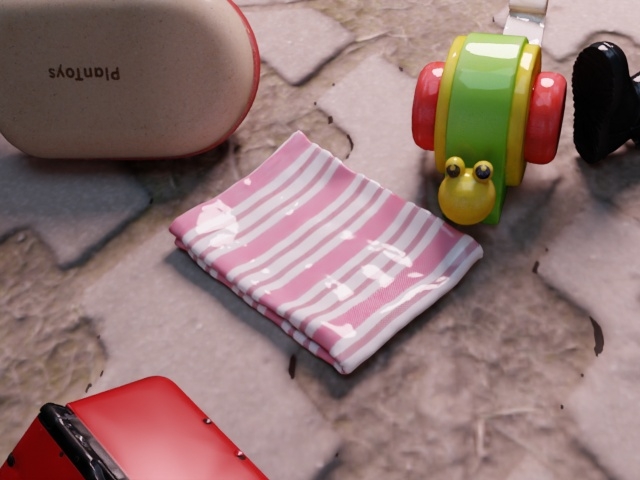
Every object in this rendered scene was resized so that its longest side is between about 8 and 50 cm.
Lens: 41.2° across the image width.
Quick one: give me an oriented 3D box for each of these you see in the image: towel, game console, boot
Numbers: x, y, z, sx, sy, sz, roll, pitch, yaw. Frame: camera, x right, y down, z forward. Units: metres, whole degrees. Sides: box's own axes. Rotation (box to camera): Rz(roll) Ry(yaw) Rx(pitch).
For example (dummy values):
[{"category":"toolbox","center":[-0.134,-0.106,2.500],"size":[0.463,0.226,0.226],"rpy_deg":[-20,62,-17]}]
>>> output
[{"category":"towel","center":[0.000,0.000,0.629],"size":[0.144,0.029,0.197],"rpy_deg":[-39,54,-25]},{"category":"game console","center":[-0.112,0.162,0.504],"size":[0.144,0.085,0.124],"rpy_deg":[36,92,34]},{"category":"boot","center":[0.243,-0.118,0.647],"size":[0.099,0.121,0.045],"rpy_deg":[-28,52,-9]}]

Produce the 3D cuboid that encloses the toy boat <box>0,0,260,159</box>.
[{"category":"toy boat","center":[-0.164,-0.153,0.739],"size":[0.230,0.151,0.151],"rpy_deg":[1,18,9]}]

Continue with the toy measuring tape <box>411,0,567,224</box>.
[{"category":"toy measuring tape","center":[0.148,-0.144,0.685],"size":[0.121,0.121,0.330],"rpy_deg":[10,49,17]}]
